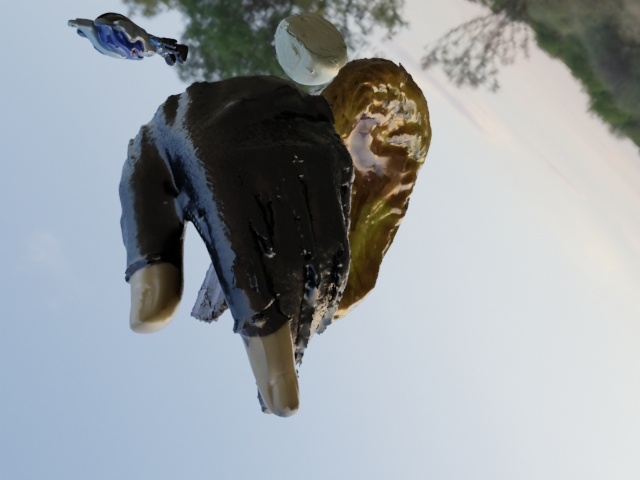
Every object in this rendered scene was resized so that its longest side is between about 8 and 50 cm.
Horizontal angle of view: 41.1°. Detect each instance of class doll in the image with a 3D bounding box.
[{"bbox_3d":[-0.299,-0.312,1.316,0.195,0.096,0.070,9,-98,-42],"label":"doll"}]

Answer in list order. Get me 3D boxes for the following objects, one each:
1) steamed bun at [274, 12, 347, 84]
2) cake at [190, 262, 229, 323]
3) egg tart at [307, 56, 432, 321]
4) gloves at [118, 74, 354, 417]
[{"bbox_3d":[-0.014,-0.313,1.425,0.112,0.091,0.130,-17,-123,-33],"label":"steamed bun"},{"bbox_3d":[-0.090,-0.001,1.239,0.113,0.116,0.295,36,-115,-18],"label":"cake"},{"bbox_3d":[0.004,-0.061,1.039,0.150,0.352,0.352,23,-169,26],"label":"egg tart"},{"bbox_3d":[-0.031,0.002,0.453,0.129,0.106,0.180,13,-137,-44],"label":"gloves"}]
